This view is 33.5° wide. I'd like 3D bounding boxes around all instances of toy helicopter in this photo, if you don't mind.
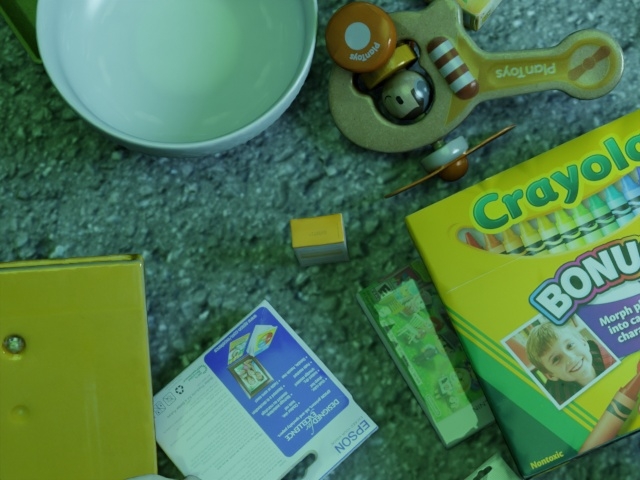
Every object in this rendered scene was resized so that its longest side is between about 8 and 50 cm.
[{"bbox_3d":[0.183,-0.177,1.276,0.355,0.140,0.235,-4,94,16],"label":"toy helicopter"}]

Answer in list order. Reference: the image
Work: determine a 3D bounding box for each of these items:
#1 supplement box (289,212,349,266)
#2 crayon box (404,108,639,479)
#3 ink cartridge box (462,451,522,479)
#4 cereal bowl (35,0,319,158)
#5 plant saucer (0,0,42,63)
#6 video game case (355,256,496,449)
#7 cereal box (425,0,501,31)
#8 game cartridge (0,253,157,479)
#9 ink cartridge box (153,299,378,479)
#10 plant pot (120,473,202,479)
[{"bbox_3d":[0.000,0.000,1.261,0.062,0.098,0.036,-7,75,3],"label":"supplement box"},{"bbox_3d":[0.321,0.046,1.167,0.363,0.106,0.313,-25,73,4],"label":"crayon box"},{"bbox_3d":[0.211,0.299,1.177,0.063,0.029,0.115,-38,71,-6],"label":"ink cartridge box"},{"bbox_3d":[-0.172,-0.258,1.329,0.339,0.141,0.339,0,81,-1],"label":"cereal bowl"},{"bbox_3d":[-0.344,-0.344,1.440,0.188,0.045,0.188,-35,71,-6],"label":"plant saucer"},{"bbox_3d":[0.176,0.105,1.248,0.193,0.023,0.212,-29,71,-4],"label":"video game case"},{"bbox_3d":[0.206,-0.413,1.403,0.173,0.047,0.240,36,78,16],"label":"cereal box"},{"bbox_3d":[-0.326,0.182,1.164,0.285,0.053,0.324,-3,103,-9],"label":"game cartridge"},{"bbox_3d":[-0.074,0.211,1.227,0.206,0.045,0.208,-41,71,-7],"label":"ink cartridge box"},{"bbox_3d":[-0.161,0.416,1.051,0.334,0.334,0.305,-26,59,-3],"label":"plant pot"}]
